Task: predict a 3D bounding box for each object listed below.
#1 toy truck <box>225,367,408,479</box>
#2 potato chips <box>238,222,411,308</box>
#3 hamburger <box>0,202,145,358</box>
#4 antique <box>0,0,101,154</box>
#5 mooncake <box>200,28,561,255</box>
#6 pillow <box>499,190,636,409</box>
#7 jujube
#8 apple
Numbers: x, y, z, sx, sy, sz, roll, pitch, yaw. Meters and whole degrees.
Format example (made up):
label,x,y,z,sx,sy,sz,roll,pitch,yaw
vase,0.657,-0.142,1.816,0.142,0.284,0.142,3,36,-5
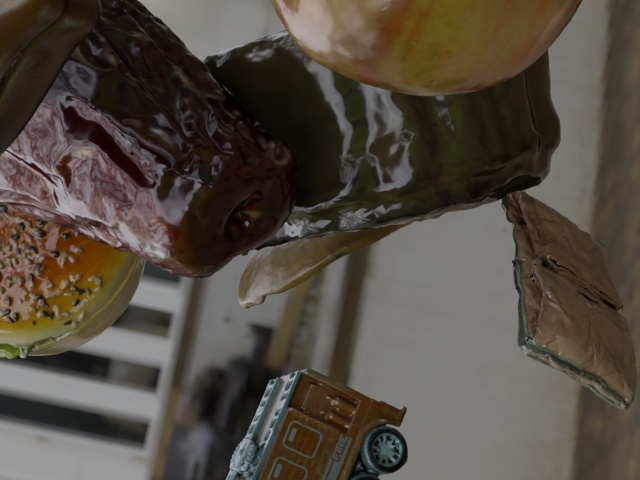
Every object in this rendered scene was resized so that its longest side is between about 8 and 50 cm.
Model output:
label,x,y,z,sx,sy,sz,roll,pitch,yaw
toy truck,-0.034,0.298,2.001,0.136,0.162,0.305,-26,38,64
potato chips,0.001,-0.001,1.817,0.208,0.062,0.195,-24,4,39
hamburger,-0.344,-0.001,2.123,0.176,0.300,0.300,56,-137,-67
antique,-0.255,-0.137,1.064,0.129,0.278,0.224,-1,-109,-66
mooncake,0.049,-0.102,1.567,0.324,0.324,0.187,173,84,-86
pillow,0.217,0.045,1.598,0.043,0.126,0.232,-45,24,26
jujube,-0.172,-0.091,1.441,0.216,0.342,0.216,-40,-34,-34
apple,0.055,-0.168,0.922,0.199,0.199,0.199,-168,90,-87
